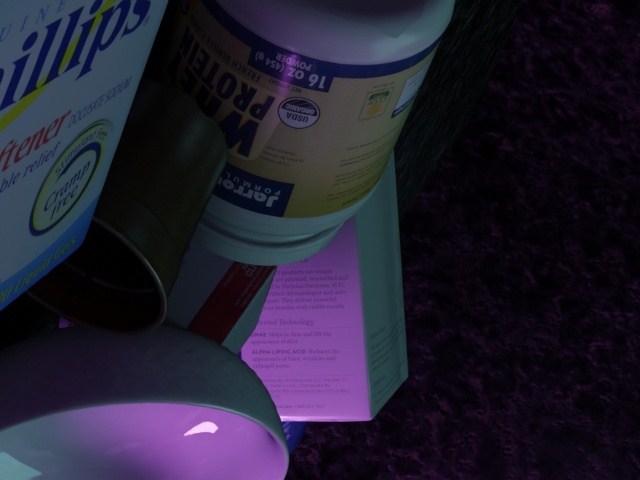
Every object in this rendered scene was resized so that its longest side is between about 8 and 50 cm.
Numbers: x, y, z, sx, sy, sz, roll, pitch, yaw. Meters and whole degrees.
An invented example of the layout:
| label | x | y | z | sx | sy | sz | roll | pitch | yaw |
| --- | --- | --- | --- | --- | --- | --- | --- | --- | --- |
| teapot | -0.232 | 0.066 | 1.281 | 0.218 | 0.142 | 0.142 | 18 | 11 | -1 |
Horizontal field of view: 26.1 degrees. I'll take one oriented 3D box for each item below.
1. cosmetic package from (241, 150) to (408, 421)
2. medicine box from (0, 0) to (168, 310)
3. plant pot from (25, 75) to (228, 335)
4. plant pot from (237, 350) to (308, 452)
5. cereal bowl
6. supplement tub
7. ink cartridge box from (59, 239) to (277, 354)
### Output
| label | x | y | z | sx | sy | sz | roll | pitch | yaw |
| --- | --- | --- | --- | --- | --- | --- | --- | --- | --- |
| cosmetic package | 0.000 | 0.000 | 1.600 | 0.217 | 0.156 | 0.385 | -23 | 109 | -74 |
| medicine box | -0.212 | -0.081 | 0.699 | 0.263 | 0.149 | 0.289 | -47 | 167 | -54 |
| plant pot | -0.166 | -0.038 | 1.135 | 0.167 | 0.167 | 0.165 | 109 | 7 | -56 |
| plant pot | -0.168 | 0.237 | 1.819 | 0.212 | 0.236 | 0.236 | -46 | 169 | -23 |
| cereal bowl | -0.206 | 0.178 | 1.290 | 0.339 | 0.339 | 0.141 | 112 | -28 | -48 |
| supplement tub | -0.028 | -0.147 | 1.252 | 0.228 | 0.228 | 0.316 | -51 | 168 | -42 |
| ink cartridge box | -0.159 | 0.057 | 1.405 | 0.127 | 0.176 | 0.128 | -56 | 172 | -37 |
